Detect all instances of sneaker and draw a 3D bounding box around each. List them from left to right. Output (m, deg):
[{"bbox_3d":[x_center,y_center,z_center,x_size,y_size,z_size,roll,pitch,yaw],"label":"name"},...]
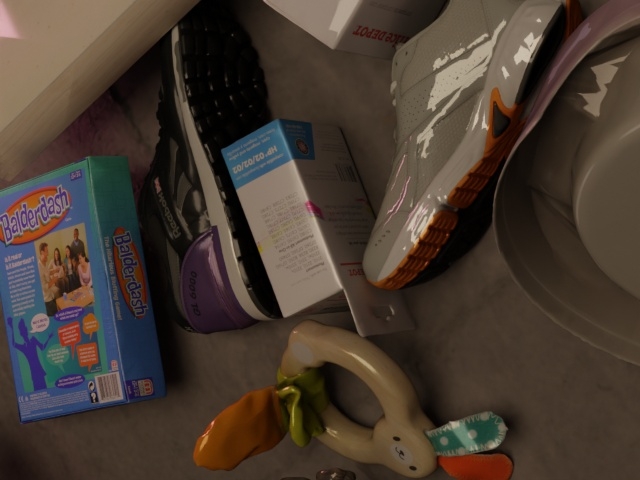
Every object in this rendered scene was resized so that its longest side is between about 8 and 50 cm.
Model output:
[{"bbox_3d":[-0.112,-0.061,1.324,0.124,0.107,0.283,-15,83,34],"label":"sneaker"},{"bbox_3d":[0.092,-0.089,1.220,0.121,0.099,0.262,33,98,26],"label":"sneaker"}]

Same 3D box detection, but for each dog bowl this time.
[{"bbox_3d":[0.285,-0.038,0.994,0.348,0.349,0.102,-8,49,28],"label":"dog bowl"}]

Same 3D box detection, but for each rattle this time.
[{"bbox_3d":[0.030,0.158,1.218,0.199,0.143,0.130,36,123,16],"label":"rattle"}]

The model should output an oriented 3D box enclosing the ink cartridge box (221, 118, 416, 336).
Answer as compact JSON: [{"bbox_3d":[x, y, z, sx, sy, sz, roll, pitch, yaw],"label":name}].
[{"bbox_3d":[0.000,0.000,1.259,0.061,0.104,0.181,-27,78,26],"label":"ink cartridge box"}]

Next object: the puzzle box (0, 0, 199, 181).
[{"bbox_3d":[-0.176,-0.274,1.333,0.409,0.052,0.272,-39,51,23],"label":"puzzle box"}]

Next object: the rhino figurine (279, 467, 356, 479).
[{"bbox_3d":[0.084,0.240,1.201,0.243,0.073,0.106,7,66,-2],"label":"rhino figurine"}]

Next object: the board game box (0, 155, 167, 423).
[{"bbox_3d":[-0.216,0.045,1.388,0.160,0.047,0.210,-14,84,44],"label":"board game box"}]

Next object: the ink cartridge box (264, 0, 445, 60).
[{"bbox_3d":[0.059,-0.237,1.206,0.082,0.139,0.191,37,108,21],"label":"ink cartridge box"}]
